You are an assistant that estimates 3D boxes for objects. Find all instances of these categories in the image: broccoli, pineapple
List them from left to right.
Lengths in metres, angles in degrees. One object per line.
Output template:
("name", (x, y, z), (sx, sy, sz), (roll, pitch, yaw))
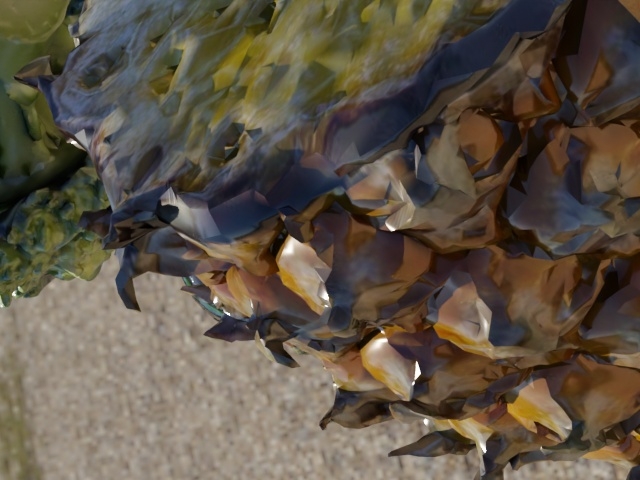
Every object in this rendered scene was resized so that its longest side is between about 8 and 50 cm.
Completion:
("broccoli", (-0.212, -0.075, 0.940), (0.260, 0.235, 0.288), (-13, 55, 39))
("pineapple", (0.094, -0.074, 0.568), (0.352, 0.300, 0.352), (-26, 50, 36))

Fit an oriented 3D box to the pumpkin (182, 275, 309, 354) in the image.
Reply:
("pumpkin", (0.000, 0.000, 1.514), (0.315, 0.315, 0.238), (137, 137, -57))
